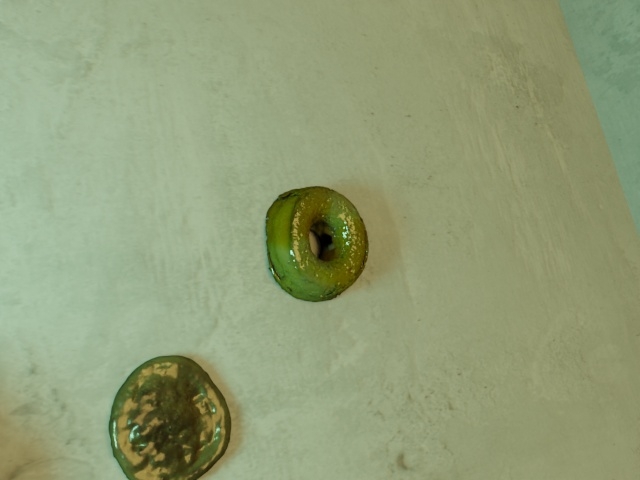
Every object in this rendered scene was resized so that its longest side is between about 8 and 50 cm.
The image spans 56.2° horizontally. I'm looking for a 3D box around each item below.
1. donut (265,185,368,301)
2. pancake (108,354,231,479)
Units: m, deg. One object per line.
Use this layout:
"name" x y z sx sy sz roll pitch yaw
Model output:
"donut" 0.000 0.000 1.344 0.271 0.107 0.272 9 70 -28
"pancake" -0.265 0.332 1.095 0.241 0.050 0.242 10 69 -28
